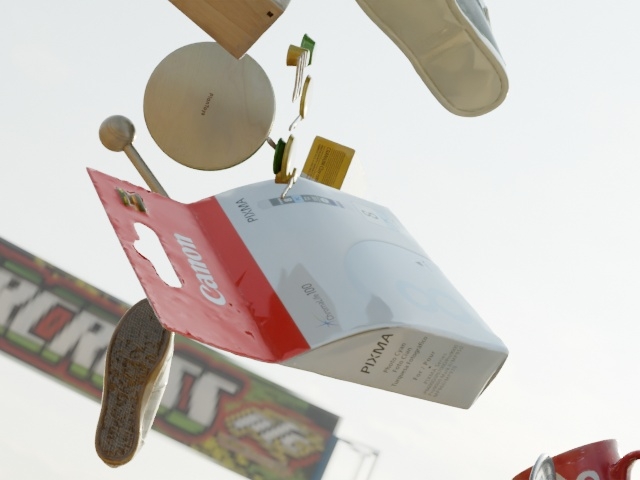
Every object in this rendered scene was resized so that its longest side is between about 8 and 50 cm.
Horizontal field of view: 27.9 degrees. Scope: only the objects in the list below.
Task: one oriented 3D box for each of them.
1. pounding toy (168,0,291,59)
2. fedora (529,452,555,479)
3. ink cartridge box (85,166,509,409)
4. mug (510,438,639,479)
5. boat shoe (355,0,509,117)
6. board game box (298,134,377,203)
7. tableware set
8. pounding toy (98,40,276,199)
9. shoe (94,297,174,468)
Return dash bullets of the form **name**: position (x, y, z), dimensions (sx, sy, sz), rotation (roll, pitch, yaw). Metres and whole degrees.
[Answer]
- **pounding toy**: position (-0.112, -0.324, 1.346), dimensions (0.206, 0.181, 0.094), rotation (40, -54, -13)
- **fedora**: position (0.221, 0.317, 1.031), dimensions (0.124, 0.275, 0.243), rotation (7, -17, 18)
- **ink cartridge box**: position (-0.027, 0.021, 1.349), dimensions (0.385, 0.091, 0.308), rotation (19, 22, -34)
- **mug**: position (0.269, 0.280, 1.211), dimensions (0.113, 0.169, 0.150), rotation (-12, -22, -21)
- **boat shoe**: position (0.105, -0.272, 1.362), dimensions (0.116, 0.099, 0.319), rotation (-23, -53, 19)
- **board game box**: position (0.000, 0.000, 1.937), dimensions (0.064, 0.242, 0.316), rotation (20, -7, 11)
- **tableware set**: position (-0.029, -0.124, 1.277), dimensions (0.024, 0.104, 0.154), rotation (11, -67, 8)
- **pounding toy**: position (-0.176, -0.162, 1.817), dimensions (0.183, 0.237, 0.110), rotation (49, -8, 3)
- **shoe**: position (-0.229, 0.174, 1.577), dimensions (0.077, 0.219, 0.058), rotation (11, -23, 6)
